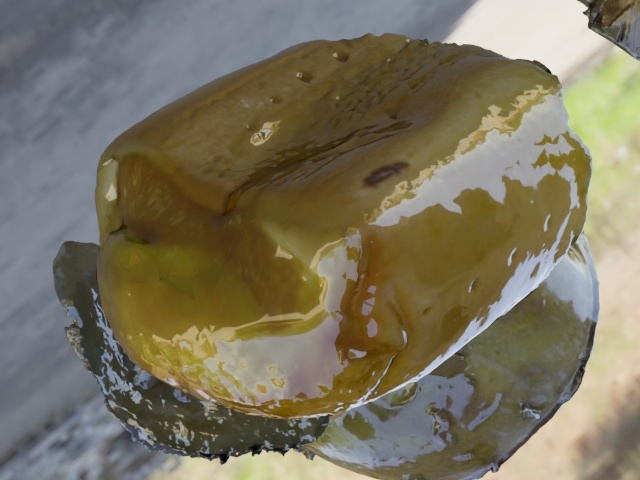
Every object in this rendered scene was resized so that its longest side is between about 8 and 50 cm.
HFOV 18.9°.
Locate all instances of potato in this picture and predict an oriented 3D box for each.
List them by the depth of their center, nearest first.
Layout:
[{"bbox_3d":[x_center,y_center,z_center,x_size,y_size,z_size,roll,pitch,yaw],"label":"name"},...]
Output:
[{"bbox_3d":[0.060,0.077,2.241,0.319,0.385,0.442,20,136,-38],"label":"potato"}]

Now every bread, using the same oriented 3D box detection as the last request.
[{"bbox_3d":[0.000,0.000,1.682,0.394,0.361,0.250,-36,126,-41],"label":"bread"}]

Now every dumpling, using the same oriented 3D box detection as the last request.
[{"bbox_3d":[-0.150,0.142,1.947,0.166,0.332,0.086,-64,-167,-19],"label":"dumpling"}]

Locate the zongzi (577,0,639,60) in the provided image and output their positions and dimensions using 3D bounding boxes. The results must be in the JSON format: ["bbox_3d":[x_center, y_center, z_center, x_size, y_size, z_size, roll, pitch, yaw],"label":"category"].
[{"bbox_3d":[0.267,-0.273,1.731,0.194,0.197,0.099,-51,176,-44],"label":"zongzi"}]
